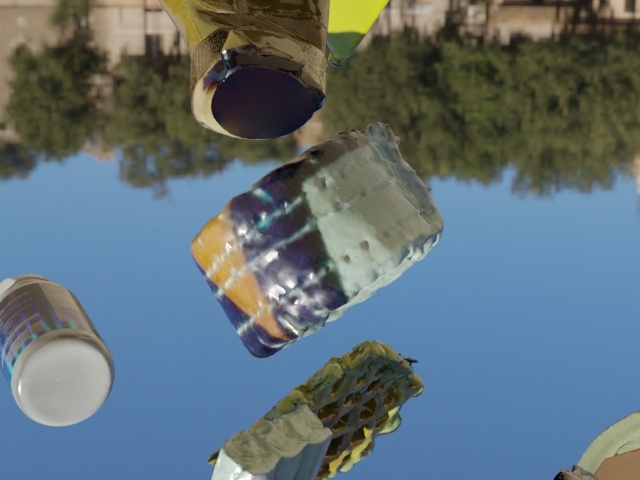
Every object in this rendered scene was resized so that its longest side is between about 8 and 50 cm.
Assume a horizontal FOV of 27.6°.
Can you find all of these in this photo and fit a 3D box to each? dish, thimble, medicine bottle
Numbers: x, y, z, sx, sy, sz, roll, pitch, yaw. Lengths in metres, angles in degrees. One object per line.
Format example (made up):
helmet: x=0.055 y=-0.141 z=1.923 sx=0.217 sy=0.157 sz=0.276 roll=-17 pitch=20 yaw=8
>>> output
dish: x=0.041 y=-0.356 z=1.592 sx=0.108 sy=0.262 sz=0.221 roll=26 pitch=-133 yaw=-10
thimble: x=0.000 y=0.000 z=1.270 sx=0.237 sy=0.150 sz=0.237 roll=-33 pitch=175 yaw=-3
medicine bottle: x=-0.292 y=0.109 z=1.387 sx=0.107 sy=0.107 sz=0.191 roll=-6 pitch=-156 yaw=-23

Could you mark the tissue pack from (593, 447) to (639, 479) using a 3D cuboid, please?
tissue pack: x=0.313 y=0.338 z=1.263 sx=0.274 sy=0.145 sz=0.194 roll=-47 pitch=-174 yaw=-31

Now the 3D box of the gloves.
gloves: x=-0.075 y=-0.235 z=1.182 sx=0.154 sy=0.331 sz=0.141 roll=-28 pitch=142 yaw=22

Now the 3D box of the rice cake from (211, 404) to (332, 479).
rice cake: x=-0.057 y=0.234 z=0.915 sx=0.043 sy=0.237 sz=0.127 roll=25 pitch=-162 yaw=24

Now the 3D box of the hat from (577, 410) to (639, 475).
hat: x=0.413 y=0.302 z=1.493 sx=0.252 sy=0.252 sz=0.110 roll=4 pitch=-175 yaw=13

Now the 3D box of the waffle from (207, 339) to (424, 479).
waffle: x=-0.001 y=0.236 z=1.651 sx=0.073 sy=0.297 sz=0.317 roll=48 pitch=180 yaw=27

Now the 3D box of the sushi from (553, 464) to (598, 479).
sushi: x=0.231 y=0.265 z=1.002 sx=0.225 sy=0.127 sz=0.124 roll=27 pitch=-166 yaw=-44
